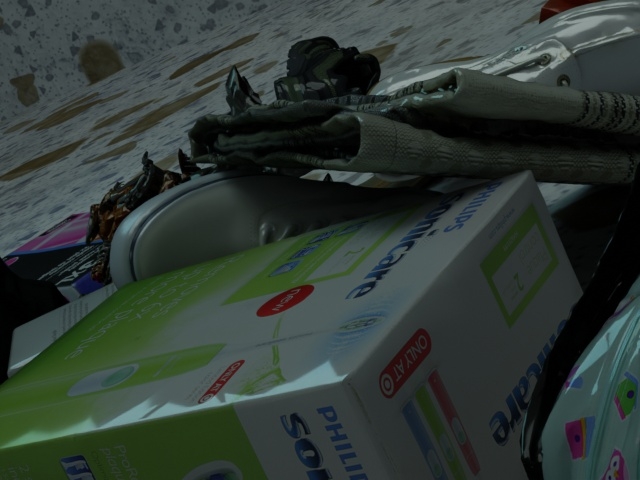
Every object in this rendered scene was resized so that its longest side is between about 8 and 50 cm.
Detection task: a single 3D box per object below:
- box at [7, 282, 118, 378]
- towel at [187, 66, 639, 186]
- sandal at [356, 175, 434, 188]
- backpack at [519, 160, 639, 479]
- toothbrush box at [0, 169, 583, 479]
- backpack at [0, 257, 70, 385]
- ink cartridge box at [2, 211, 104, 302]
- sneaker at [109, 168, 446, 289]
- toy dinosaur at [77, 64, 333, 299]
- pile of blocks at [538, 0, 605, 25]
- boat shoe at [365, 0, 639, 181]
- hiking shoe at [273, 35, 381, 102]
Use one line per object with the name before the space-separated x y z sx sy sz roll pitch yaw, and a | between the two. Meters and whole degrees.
box | -0.137 0.093 0.987 0.087 0.102 0.101 -24 14 -4
towel | 0.108 -0.062 0.921 0.324 0.056 0.312 1 3 -21
sandal | 0.089 -0.080 1.334 0.180 0.049 0.072 -32 15 -22
backpack | 0.156 0.050 0.542 0.182 0.152 0.115 -46 12 -25
toothbrush box | -0.029 0.089 0.771 0.283 0.122 0.206 -14 18 36
backpack | -0.321 0.055 1.114 0.213 0.263 0.276 -23 15 11
ink cartridge box | -0.193 0.028 1.423 0.175 0.069 0.371 -35 19 -33
sneaker | 0.000 0.000 0.969 0.258 0.094 0.091 -7 6 -29
toy dinosaur | -0.078 0.020 1.144 0.218 0.164 0.322 -40 51 2
pile of blocks | 0.312 -0.234 1.261 0.362 0.113 0.149 -27 15 33
boat shoe | 0.165 -0.103 1.221 0.277 0.098 0.096 -18 38 18
hiking shoe | 0.019 -0.185 1.824 0.114 0.086 0.227 -8 23 12
